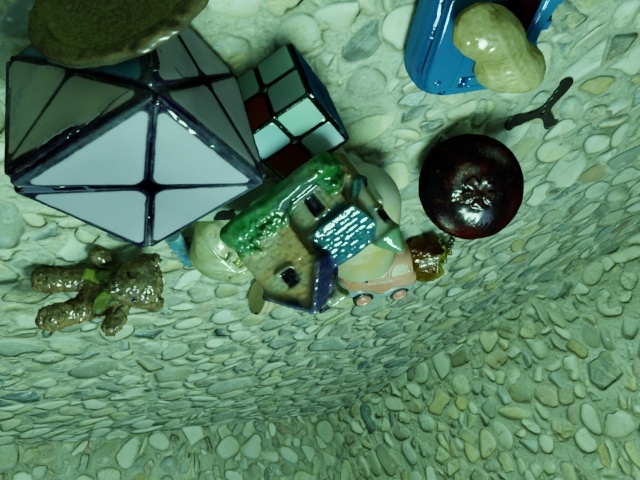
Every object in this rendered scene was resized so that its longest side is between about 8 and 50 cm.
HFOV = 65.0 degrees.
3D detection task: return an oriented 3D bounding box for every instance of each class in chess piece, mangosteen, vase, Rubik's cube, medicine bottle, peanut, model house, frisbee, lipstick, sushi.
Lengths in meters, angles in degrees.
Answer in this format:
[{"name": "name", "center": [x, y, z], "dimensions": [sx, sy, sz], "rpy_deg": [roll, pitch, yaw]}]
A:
[{"name": "chess piece", "center": [-0.098, 0.195, 1.830], "dimensions": [0.308, 0.124, 0.138], "rpy_deg": [-2, 112, -34]}, {"name": "mangosteen", "center": [0.414, -0.153, 1.419], "dimensions": [0.298, 0.293, 0.296], "rpy_deg": [-4, 109, -13]}, {"name": "vase", "center": [-0.196, -0.113, 1.249], "dimensions": [0.361, 0.165, 0.165], "rpy_deg": [5, 141, -43]}, {"name": "Rubik's cube", "center": [-0.322, -0.210, 0.876], "dimensions": [0.307, 0.304, 0.310], "rpy_deg": [-26, 151, 14]}, {"name": "medicine bottle", "center": [0.105, -0.072, 1.393], "dimensions": [0.236, 0.235, 0.406], "rpy_deg": [-17, 150, -5]}, {"name": "peanut", "center": [0.344, -0.368, 0.979], "dimensions": [0.125, 0.111, 0.275], "rpy_deg": [-25, 148, 36]}, {"name": "Rubik's cube", "center": [-0.071, -0.264, 1.056], "dimensions": [0.180, 0.167, 0.183], "rpy_deg": [-29, 147, 14]}, {"name": "model house", "center": [0.000, 0.000, 1.103], "dimensions": [0.312, 0.280, 0.245], "rpy_deg": [-36, 178, 14]}, {"name": "frisbee", "center": [0.649, -0.367, 1.465], "dimensions": [0.211, 0.012, 0.187], "rpy_deg": [-34, 147, 22]}, {"name": "lipstick", "center": [-0.396, 0.024, 1.434], "dimensions": [0.048, 0.048, 0.157], "rpy_deg": [-18, 150, -4]}, {"name": "sushi", "center": [0.416, 0.068, 1.886], "dimensions": [0.179, 0.166, 0.296], "rpy_deg": [-1, 144, 11]}]

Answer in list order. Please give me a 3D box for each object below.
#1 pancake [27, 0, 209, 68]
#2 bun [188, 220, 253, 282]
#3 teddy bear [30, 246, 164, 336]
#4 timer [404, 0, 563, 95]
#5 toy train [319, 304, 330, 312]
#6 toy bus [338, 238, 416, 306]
[{"name": "pancake", "center": [-0.285, -0.360, 0.725], "dimensions": [0.289, 0.285, 0.033], "rpy_deg": [17, 162, 20]}, {"name": "bun", "center": [-0.240, 0.025, 1.393], "dimensions": [0.260, 0.159, 0.259], "rpy_deg": [-14, 136, -14]}, {"name": "teddy bear", "center": [-0.587, 0.138, 1.336], "dimensions": [0.296, 0.246, 0.223], "rpy_deg": [-7, 174, -39]}, {"name": "timer", "center": [0.345, -0.458, 1.048], "dimensions": [0.310, 0.115, 0.340], "rpy_deg": [-14, 148, -17]}, {"name": "toy train", "center": [0.027, 0.284, 2.121], "dimensions": [0.083, 0.017, 0.017], "rpy_deg": [-30, 145, 16]}, {"name": "toy bus", "center": [0.194, 0.079, 1.746], "dimensions": [0.288, 0.194, 0.231], "rpy_deg": [-8, 133, -11]}]
